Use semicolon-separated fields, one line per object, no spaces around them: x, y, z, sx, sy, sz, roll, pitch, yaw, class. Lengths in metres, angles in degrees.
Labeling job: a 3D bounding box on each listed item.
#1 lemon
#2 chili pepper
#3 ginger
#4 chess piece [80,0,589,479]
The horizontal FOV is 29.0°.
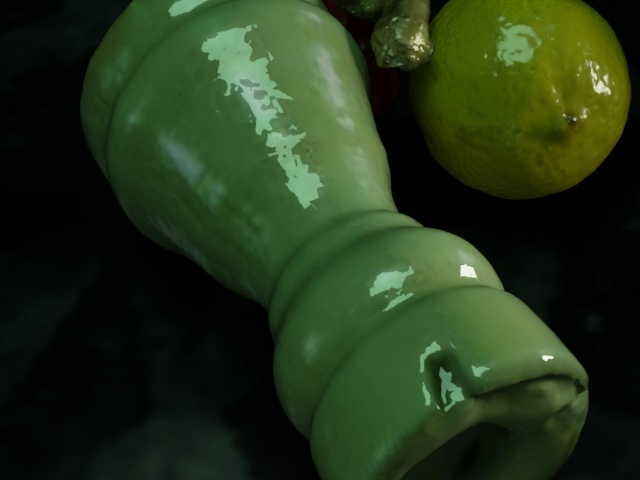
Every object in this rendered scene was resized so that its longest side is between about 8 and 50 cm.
0.160;-0.126;1.015;0.178;0.178;0.203;-16;29;-6;lemon
0.031;-0.190;1.106;0.065;0.169;0.088;24;51;29;chili pepper
0.046;-0.197;0.990;0.096;0.067;0.165;8;41;-2;ginger
0.000;0.000;0.886;0.234;0.234;0.442;-23;49;-14;chess piece
